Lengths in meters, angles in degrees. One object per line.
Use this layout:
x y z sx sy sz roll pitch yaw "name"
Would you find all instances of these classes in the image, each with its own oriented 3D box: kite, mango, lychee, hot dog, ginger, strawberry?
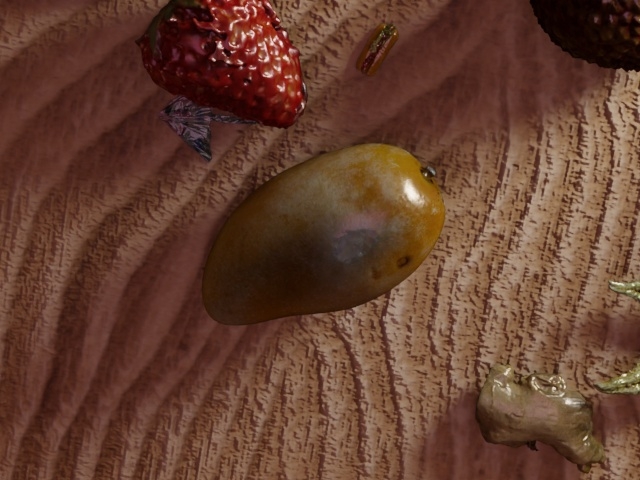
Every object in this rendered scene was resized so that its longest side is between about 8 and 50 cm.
-0.164 -0.181 2.024 0.156 0.011 0.139 4 106 5 "kite"
0.000 0.000 1.954 0.384 0.199 0.221 -31 101 13 "mango"
0.404 -0.336 1.825 0.271 0.236 0.236 28 105 -24 "lychee"
0.082 -0.273 1.972 0.037 0.021 0.083 28 106 -3 "hot dog"
0.336 0.263 2.053 0.213 0.074 0.137 19 114 4 "ginger"
-0.115 -0.255 1.914 0.244 0.205 0.205 39 104 -16 "strawberry"

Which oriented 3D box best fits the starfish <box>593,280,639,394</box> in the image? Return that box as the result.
0.578 0.129 1.995 0.358 0.078 0.347 37 104 -4 "starfish"
